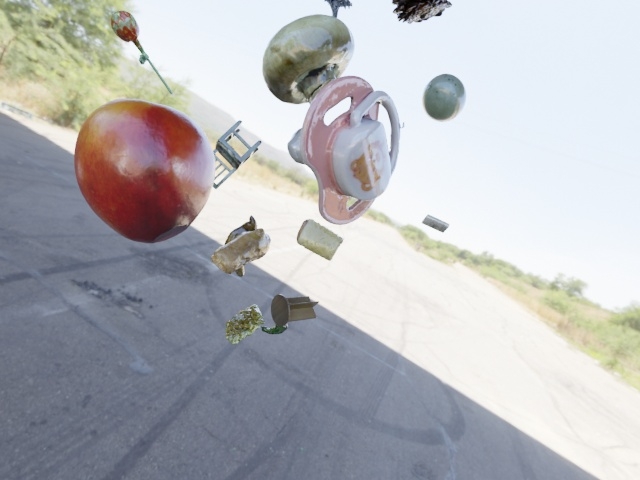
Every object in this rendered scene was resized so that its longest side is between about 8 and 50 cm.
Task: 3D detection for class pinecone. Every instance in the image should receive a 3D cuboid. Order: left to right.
[{"bbox_3d":[0.249,-0.644,1.029,0.163,0.165,0.163,-16,14,4],"label":"pinecone"}]

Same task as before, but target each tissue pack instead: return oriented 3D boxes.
[{"bbox_3d":[0.499,-0.073,1.788,0.108,0.023,0.056,24,-35,0],"label":"tissue pack"}]

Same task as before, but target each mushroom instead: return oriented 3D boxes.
[{"bbox_3d":[-0.041,-0.623,1.453,0.260,0.352,0.352,63,13,7],"label":"mushroom"}]

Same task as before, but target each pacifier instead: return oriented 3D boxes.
[{"bbox_3d":[0.046,-0.190,0.901,0.273,0.220,0.332,-6,-47,16],"label":"pacifier"}]

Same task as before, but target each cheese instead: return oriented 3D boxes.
[{"bbox_3d":[0.000,0.000,1.714,0.167,0.123,0.094,30,3,1],"label":"cheese"}]

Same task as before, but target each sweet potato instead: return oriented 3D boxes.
[{"bbox_3d":[-0.376,0.020,1.890,0.124,0.309,0.098,16,13,-9],"label":"sweet potato"}]

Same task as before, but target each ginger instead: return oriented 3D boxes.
[{"bbox_3d":[-0.325,0.042,1.744,0.126,0.190,0.354,44,37,7],"label":"ginger"}]

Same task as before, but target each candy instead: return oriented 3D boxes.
[{"bbox_3d":[-0.582,-0.615,1.369,0.084,0.078,0.287,54,-4,46],"label":"candy"}]

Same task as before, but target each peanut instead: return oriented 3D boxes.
[{"bbox_3d":[-0.077,-0.045,2.148,0.076,0.152,0.076,28,2,-1],"label":"peanut"}]

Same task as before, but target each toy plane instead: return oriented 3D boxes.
[{"bbox_3d":[0.055,-0.907,1.561,0.160,0.082,0.234,10,42,-18],"label":"toy plane"}]

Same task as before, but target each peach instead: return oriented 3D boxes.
[{"bbox_3d":[-0.475,-0.183,1.137,0.389,0.388,0.388,26,6,-3],"label":"peach"}]

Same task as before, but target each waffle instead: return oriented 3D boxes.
[{"bbox_3d":[-0.382,0.407,2.020,0.054,0.204,0.223,55,-6,-27],"label":"waffle"}]

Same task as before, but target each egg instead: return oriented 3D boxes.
[{"bbox_3d":[0.485,-0.559,1.622,0.169,0.169,0.236,28,0,15],"label":"egg"}]

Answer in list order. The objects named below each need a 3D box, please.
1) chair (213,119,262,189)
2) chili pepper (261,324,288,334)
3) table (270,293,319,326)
[{"bbox_3d":[-0.395,-0.362,1.756,0.136,0.270,0.147,47,-12,-10],"label":"chair"},{"bbox_3d":[-0.248,0.482,2.352,0.122,0.065,0.279,6,-29,-22],"label":"chili pepper"},{"bbox_3d":[-0.128,0.367,2.218,0.227,0.167,0.167,2,21,-40],"label":"table"}]
